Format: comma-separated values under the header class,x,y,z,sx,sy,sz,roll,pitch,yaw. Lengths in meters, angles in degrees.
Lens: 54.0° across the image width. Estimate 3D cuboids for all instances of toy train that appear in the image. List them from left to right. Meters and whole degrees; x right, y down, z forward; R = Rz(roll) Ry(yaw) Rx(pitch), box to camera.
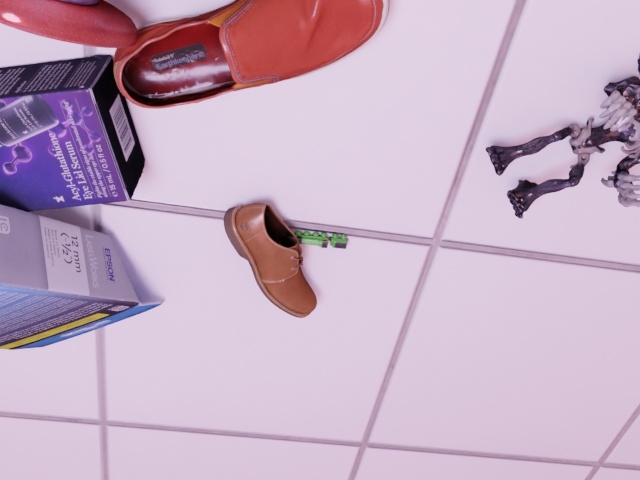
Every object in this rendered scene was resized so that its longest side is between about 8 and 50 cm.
class,x,y,z,sx,sy,sz,roll,pitch,yaw
toy train,0.000,0.000,0.924,0.083,0.023,0.017,5,126,-6

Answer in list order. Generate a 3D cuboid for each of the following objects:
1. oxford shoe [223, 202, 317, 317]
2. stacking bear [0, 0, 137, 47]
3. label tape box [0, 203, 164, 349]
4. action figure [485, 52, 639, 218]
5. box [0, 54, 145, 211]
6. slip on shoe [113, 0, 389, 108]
class,x,y,z,sx,sy,sz,roll,pitch,yaw
oxford shoe,-0.053,0.033,0.906,0.076,0.076,0.212,-15,127,28
stacking bear,-0.236,-0.349,0.578,0.175,0.164,0.289,28,114,5
label tape box,-0.421,0.066,0.868,0.249,0.115,0.348,-19,166,16
action figure,0.360,-0.119,0.782,0.276,0.141,0.164,-24,112,17
box,-0.342,-0.126,0.767,0.207,0.108,0.153,-7,127,3
slip on shoe,-0.081,-0.222,0.712,0.331,0.101,0.123,-14,124,6
